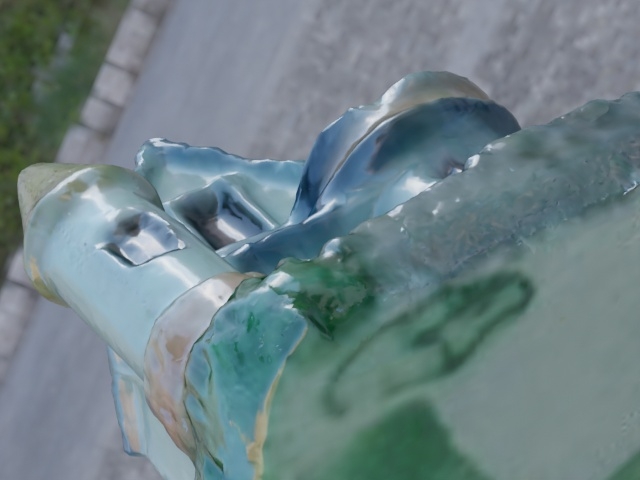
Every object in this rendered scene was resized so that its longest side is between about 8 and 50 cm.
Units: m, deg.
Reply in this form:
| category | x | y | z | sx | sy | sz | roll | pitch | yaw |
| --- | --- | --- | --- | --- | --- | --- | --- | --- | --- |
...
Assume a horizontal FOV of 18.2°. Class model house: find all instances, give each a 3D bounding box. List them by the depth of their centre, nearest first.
| category | x | y | z | sx | sy | sz | roll | pitch | yaw |
| --- | --- | --- | --- | --- | --- | --- | --- | --- | --- |
| model house | 0.000 | 0.000 | 0.857 | 0.325 | 0.267 | 0.194 | 38 | 144 | 47 |
